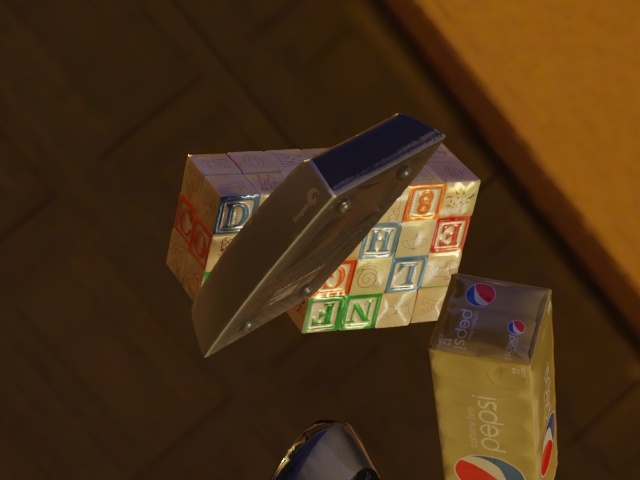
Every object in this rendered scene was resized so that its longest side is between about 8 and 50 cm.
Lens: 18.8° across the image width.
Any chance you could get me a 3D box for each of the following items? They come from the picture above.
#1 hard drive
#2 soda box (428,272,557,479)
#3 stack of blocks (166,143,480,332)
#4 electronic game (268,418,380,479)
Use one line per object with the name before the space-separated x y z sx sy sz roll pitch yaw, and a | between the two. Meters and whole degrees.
hard drive | -0.011 -0.007 1.678 0.054 0.172 0.255 50 -44 11
soda box | 0.106 0.101 1.152 0.061 0.058 0.181 9 -38 15
stack of blocks | 0.000 0.000 1.958 0.087 0.297 0.171 49 -46 48
electronic game | -0.013 0.206 0.999 0.048 0.229 0.229 9 -25 16
